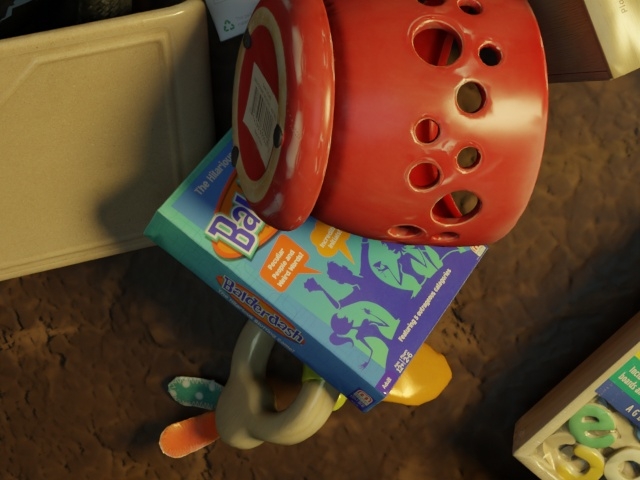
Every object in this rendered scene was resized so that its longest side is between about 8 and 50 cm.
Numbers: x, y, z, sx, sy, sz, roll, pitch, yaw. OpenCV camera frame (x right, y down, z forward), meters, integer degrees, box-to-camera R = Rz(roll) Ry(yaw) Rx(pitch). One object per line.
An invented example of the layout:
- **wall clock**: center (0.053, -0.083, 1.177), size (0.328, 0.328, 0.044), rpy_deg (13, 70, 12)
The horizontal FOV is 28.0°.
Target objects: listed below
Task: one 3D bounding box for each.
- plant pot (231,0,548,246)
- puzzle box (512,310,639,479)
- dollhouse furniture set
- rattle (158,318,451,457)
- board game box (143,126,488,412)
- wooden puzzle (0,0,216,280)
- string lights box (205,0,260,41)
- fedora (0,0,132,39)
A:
- **plant pot**: center (0.039, -0.093, 0.875), size (0.174, 0.191, 0.191), rpy_deg (2, 106, -19)
- **puzzle box**: center (0.384, 0.192, 0.955), size (0.409, 0.052, 0.272), rpy_deg (39, 115, -5)
- **dollhouse furniture set**: center (0.258, -0.202, 0.890), size (0.242, 0.161, 0.212), rpy_deg (-24, 100, -8)
- **rattle**: center (-0.019, 0.124, 1.051), size (0.199, 0.143, 0.130), rpy_deg (-47, 60, 32)
- **board game box**: center (0.000, 0.000, 0.955), size (0.210, 0.160, 0.047), rpy_deg (38, 149, -2)
- **wooden puzzle**: center (-0.191, -0.066, 0.933), size (0.239, 0.044, 0.221), rpy_deg (-17, 139, -16)
- **string lights box**: center (-0.053, -0.291, 0.926), size (0.133, 0.077, 0.259), rpy_deg (-18, 100, 13)
- **fedora**: center (-0.304, -0.195, 0.934), size (0.334, 0.152, 0.334), rpy_deg (-3, 125, -5)
